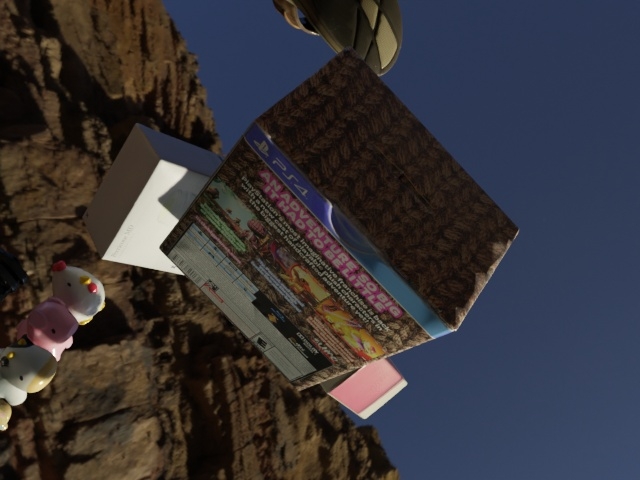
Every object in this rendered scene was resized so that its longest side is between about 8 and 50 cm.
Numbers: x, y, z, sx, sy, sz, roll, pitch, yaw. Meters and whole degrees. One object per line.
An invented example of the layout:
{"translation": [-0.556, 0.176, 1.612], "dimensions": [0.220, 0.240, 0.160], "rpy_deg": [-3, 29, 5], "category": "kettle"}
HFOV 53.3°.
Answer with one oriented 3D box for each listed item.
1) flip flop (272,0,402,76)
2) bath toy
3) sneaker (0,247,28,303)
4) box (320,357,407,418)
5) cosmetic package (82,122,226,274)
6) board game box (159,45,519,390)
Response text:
{"translation": [-0.021, -0.293, 0.729], "dimensions": [0.277, 0.080, 0.112], "rpy_deg": [32, -105, -14], "category": "flip flop"}
{"translation": [-0.494, 0.164, 1.118], "dimensions": [0.151, 0.348, 0.129], "rpy_deg": [-1, -55, 18], "category": "bath toy"}
{"translation": [-0.511, 0.079, 0.962], "dimensions": [0.295, 0.147, 0.105], "rpy_deg": [14, -39, 50], "category": "sneaker"}
{"translation": [0.063, 0.246, 1.299], "dimensions": [0.126, 0.232, 0.149], "rpy_deg": [-39, -124, 0], "category": "box"}
{"translation": [-0.290, -0.068, 1.222], "dimensions": [0.224, 0.224, 0.138], "rpy_deg": [-54, -132, 18], "category": "cosmetic package"}
{"translation": [0.000, 0.000, 0.649], "dimensions": [0.232, 0.141, 0.291], "rpy_deg": [47, -36, -5], "category": "board game box"}
